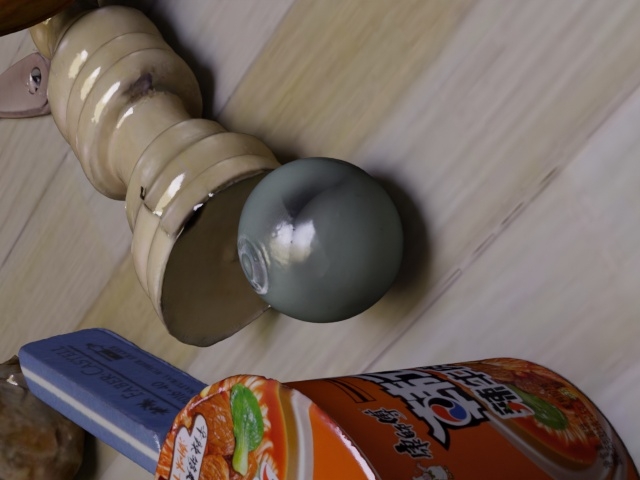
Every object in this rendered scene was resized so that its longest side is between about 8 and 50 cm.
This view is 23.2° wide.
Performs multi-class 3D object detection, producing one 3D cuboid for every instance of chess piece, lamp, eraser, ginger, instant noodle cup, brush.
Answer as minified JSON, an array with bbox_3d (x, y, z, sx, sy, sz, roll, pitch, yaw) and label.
[{"bbox_3d":[-0.132,-0.081,1.116,0.307,0.124,0.139,51,172,36],"label":"chess piece"},{"bbox_3d":[0.000,0.000,0.962,0.105,0.105,0.105,16,111,49],"label":"lamp"},{"bbox_3d":[-0.143,0.122,1.191,0.225,0.082,0.036,22,117,48],"label":"eraser"},{"bbox_3d":[-0.342,0.239,1.411,0.375,0.176,0.256,-12,72,54],"label":"ginger"},{"bbox_3d":[0.048,0.178,0.872,0.250,0.192,0.250,15,110,49],"label":"instant noodle cup"},{"bbox_3d":[-0.324,-0.114,1.381,0.313,0.067,0.072,-9,91,50],"label":"brush"}]

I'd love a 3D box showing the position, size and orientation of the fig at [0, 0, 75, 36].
[{"bbox_3d":[-0.238,-0.206,1.087,0.202,0.148,0.149,-35,36,11],"label":"fig"}]
